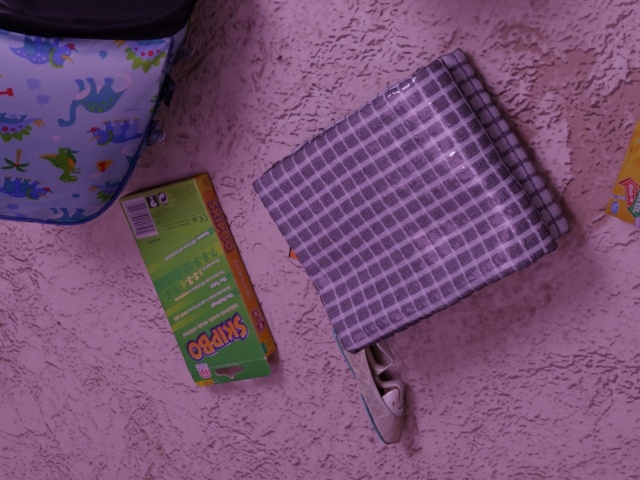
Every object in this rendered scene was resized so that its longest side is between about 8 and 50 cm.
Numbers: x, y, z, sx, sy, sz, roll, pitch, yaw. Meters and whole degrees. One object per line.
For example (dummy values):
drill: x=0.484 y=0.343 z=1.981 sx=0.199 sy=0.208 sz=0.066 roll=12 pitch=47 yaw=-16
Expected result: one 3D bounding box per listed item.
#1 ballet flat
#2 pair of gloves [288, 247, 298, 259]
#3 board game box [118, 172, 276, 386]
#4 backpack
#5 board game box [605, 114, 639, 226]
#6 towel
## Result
ballet flat: x=0.068 y=0.161 z=1.530 sx=0.052 sy=0.057 sz=0.168 roll=-21 pitch=101 yaw=24
pair of gloves: x=0.000 y=0.000 z=1.521 sx=0.074 sy=0.010 sz=0.083 roll=23 pitch=120 yaw=19
board game box: x=-0.146 y=0.052 z=1.611 sx=0.124 sy=0.039 sz=0.259 roll=-12 pitch=103 yaw=33
backpack: x=-0.294 y=-0.181 z=1.434 sx=0.355 sy=0.290 sz=0.273 roll=137 pitch=132 yaw=-61
board game box: x=0.350 y=-0.077 z=1.282 sx=0.103 sy=0.026 sz=0.154 roll=23 pitch=121 yaw=18
towel: x=0.084 y=-0.032 z=1.388 sx=0.284 sy=0.121 sz=0.235 roll=-32 pitch=94 yaw=33
